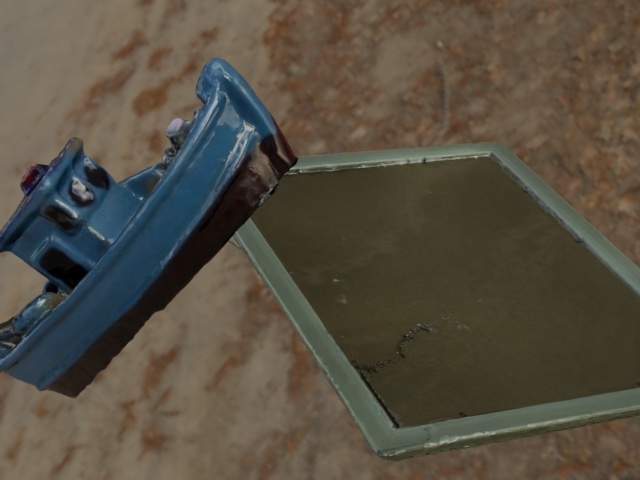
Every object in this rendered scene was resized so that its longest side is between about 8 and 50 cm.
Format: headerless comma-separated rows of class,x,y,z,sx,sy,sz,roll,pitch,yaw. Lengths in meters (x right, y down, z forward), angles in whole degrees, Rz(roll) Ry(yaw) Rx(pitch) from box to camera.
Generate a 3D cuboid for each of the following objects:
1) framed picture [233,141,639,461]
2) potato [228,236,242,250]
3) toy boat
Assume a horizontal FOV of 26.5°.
framed picture,0.076,0.021,0.784,0.293,0.231,0.018,-127,38,-52
potato,0.000,0.000,1.451,0.239,0.299,0.116,26,85,47
toy boat,-0.103,-0.010,0.674,0.223,0.097,0.100,-44,13,33
